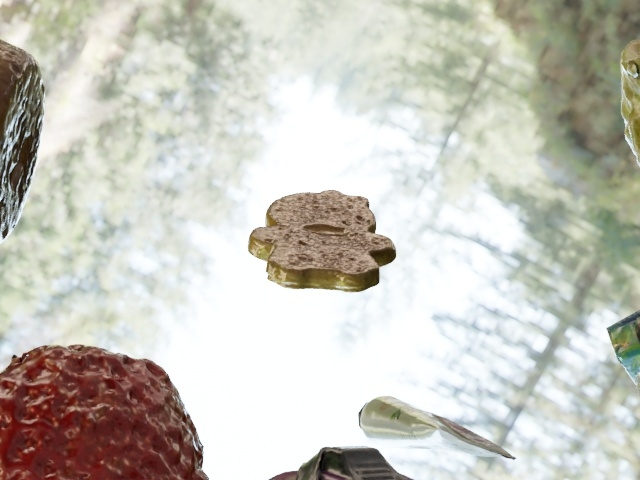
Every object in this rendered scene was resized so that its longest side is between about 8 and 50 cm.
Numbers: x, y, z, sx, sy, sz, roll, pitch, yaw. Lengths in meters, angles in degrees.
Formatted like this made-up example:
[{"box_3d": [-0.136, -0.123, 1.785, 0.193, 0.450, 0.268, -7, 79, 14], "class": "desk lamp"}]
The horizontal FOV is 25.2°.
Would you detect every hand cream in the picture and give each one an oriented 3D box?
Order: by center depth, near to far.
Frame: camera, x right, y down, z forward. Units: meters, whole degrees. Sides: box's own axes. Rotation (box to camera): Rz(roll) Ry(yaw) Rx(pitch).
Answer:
[{"box_3d": [0.095, 0.176, 1.330, 0.080, 0.050, 0.234, 22, 171, -20], "class": "hand cream"}]

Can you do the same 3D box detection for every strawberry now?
[{"box_3d": [-0.202, 0.226, 1.212, 0.257, 0.257, 0.277, 16, -159, -44], "class": "strawberry"}]

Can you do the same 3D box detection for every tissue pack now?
[{"box_3d": [0.375, 0.114, 1.516, 0.085, 0.111, 0.079, 49, -160, -35], "class": "tissue pack"}]

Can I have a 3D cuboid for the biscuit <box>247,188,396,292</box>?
[{"box_3d": [0.000, 0.000, 1.602, 0.165, 0.036, 0.225, 2, -154, -5], "class": "biscuit"}]

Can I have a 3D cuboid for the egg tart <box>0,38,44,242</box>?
[{"box_3d": [-0.288, -0.072, 1.038, 0.147, 0.203, 0.202, 12, -168, 0], "class": "egg tart"}]

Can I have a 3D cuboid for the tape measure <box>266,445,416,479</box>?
[{"box_3d": [0.026, 0.280, 1.000, 0.149, 0.232, 0.245, 5, -148, -49], "class": "tape measure"}]

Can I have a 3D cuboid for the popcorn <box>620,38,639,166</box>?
[{"box_3d": [0.294, -0.081, 0.956, 0.173, 0.168, 0.195, -4, -157, -16], "class": "popcorn"}]
